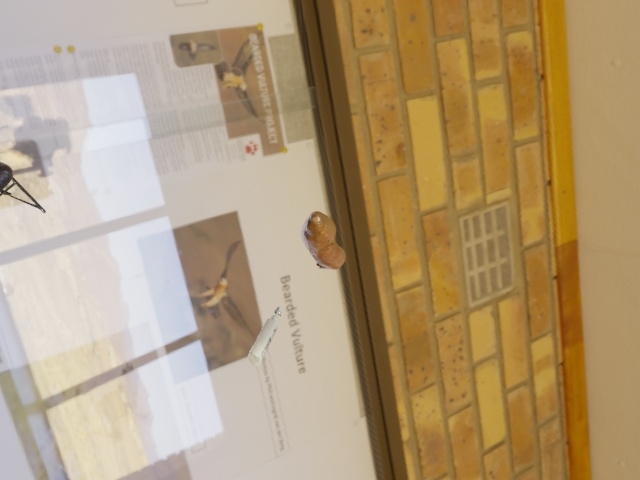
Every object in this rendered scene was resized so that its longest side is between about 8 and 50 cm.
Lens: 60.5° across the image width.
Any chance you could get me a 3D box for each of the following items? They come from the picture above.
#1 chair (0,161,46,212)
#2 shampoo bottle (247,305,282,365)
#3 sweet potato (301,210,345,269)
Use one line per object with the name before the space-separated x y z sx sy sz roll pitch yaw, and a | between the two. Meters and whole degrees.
chair | -0.591 -0.099 0.901 0.145 0.140 0.221 21 -36 19
shampoo bottle | -0.120 0.210 1.232 0.034 0.141 0.049 15 -39 15
sweet potato | 0.002 0.000 0.816 0.202 0.055 0.058 65 18 -65
